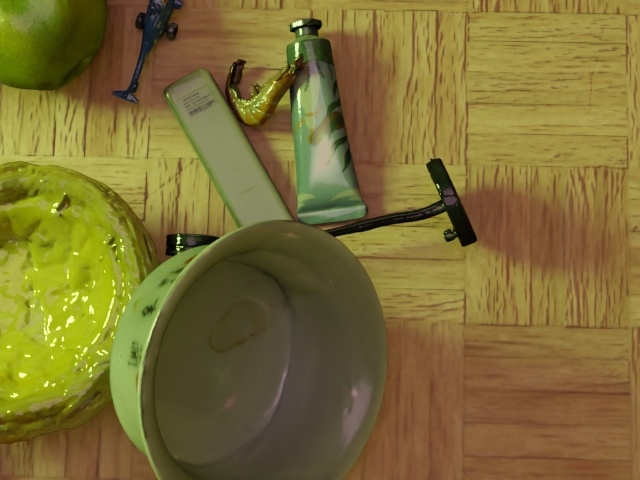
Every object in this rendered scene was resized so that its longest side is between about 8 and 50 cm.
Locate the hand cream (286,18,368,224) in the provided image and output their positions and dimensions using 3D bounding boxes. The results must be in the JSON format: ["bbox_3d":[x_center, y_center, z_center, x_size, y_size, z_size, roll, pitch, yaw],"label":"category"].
[{"bbox_3d":[0.000,-0.148,1.859,0.088,0.055,0.256,-7,86,-2],"label":"hand cream"}]

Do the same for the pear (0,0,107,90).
[{"bbox_3d":[-0.366,-0.289,1.830,0.180,0.166,0.216,-41,95,9],"label":"pear"}]

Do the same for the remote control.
[{"bbox_3d":[-0.109,-0.093,1.860,0.067,0.029,0.261,-29,82,-5],"label":"remote control"}]

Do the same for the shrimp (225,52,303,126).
[{"bbox_3d":[-0.070,-0.201,1.854,0.127,0.025,0.091,-40,68,26],"label":"shrimp"}]

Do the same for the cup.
[{"bbox_3d":[-0.102,0.141,1.699,0.347,0.163,0.347,-7,100,-39],"label":"cup"}]

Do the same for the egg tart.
[{"bbox_3d":[-0.355,0.078,1.781,0.345,0.132,0.345,0,79,1],"label":"egg tart"}]

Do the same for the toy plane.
[{"bbox_3d":[-0.217,-0.255,1.878,0.054,0.062,0.167,19,91,5],"label":"toy plane"}]

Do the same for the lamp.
[{"bbox_3d":[0.001,-0.038,1.802,0.371,0.130,0.108,-3,87,6],"label":"lamp"}]
